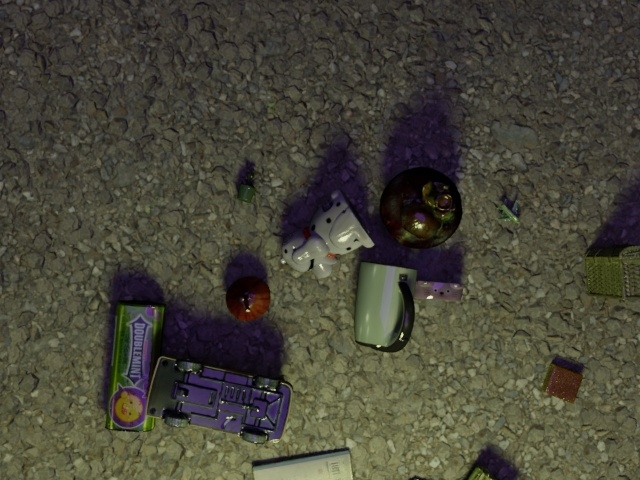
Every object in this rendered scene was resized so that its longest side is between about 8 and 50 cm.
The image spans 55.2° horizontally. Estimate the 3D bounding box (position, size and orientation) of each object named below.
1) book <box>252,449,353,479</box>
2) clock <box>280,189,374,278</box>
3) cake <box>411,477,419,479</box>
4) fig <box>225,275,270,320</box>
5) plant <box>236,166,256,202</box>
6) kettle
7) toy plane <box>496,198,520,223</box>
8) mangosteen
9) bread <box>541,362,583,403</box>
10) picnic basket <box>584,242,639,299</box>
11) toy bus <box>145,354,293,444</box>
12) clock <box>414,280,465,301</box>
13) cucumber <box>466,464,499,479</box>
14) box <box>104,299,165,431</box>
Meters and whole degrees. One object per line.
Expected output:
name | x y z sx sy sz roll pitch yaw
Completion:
book | -0.042 0.716 1.725 0.282 0.025 0.215 -6 88 -5
clock | 0.004 0.000 1.690 0.254 0.189 0.189 -38 91 8
cake | 0.241 0.833 1.711 0.158 0.172 0.284 31 53 11
fig | -0.208 0.166 1.683 0.128 0.150 0.128 11 113 26
plant | -0.203 -0.160 1.728 0.051 0.051 0.102 15 81 -3
kettle | 0.184 0.184 1.663 0.161 0.221 0.237 10 87 -27
toy plane | 0.553 -0.080 1.788 0.080 0.033 0.083 -44 98 -5
mangosteen | 0.290 -0.092 1.641 0.231 0.289 0.232 2 85 -21
bread | 0.705 0.415 1.781 0.094 0.035 0.090 21 87 -3
picnic basket | 0.854 0.083 1.722 0.134 0.196 0.154 -2 88 -4
toy bus | -0.260 0.417 1.633 0.365 0.202 0.177 13 81 -1
clock | 0.331 0.143 1.726 0.152 0.110 0.050 4 85 -3
cucumber | 0.417 0.802 1.718 0.145 0.105 0.325 33 87 -12
box | -0.504 0.336 1.667 0.134 0.097 0.346 6 88 -3
